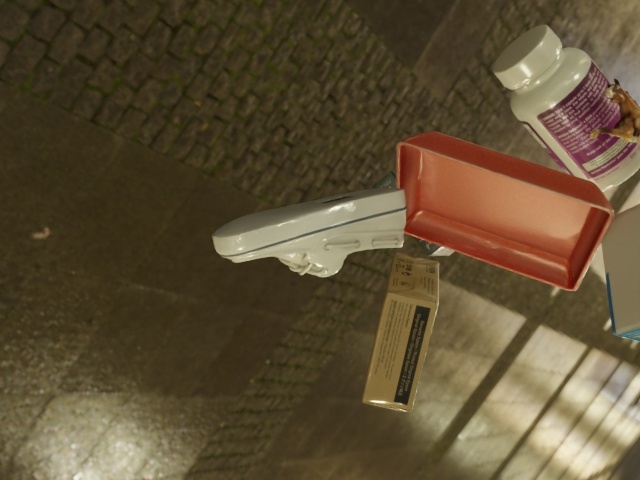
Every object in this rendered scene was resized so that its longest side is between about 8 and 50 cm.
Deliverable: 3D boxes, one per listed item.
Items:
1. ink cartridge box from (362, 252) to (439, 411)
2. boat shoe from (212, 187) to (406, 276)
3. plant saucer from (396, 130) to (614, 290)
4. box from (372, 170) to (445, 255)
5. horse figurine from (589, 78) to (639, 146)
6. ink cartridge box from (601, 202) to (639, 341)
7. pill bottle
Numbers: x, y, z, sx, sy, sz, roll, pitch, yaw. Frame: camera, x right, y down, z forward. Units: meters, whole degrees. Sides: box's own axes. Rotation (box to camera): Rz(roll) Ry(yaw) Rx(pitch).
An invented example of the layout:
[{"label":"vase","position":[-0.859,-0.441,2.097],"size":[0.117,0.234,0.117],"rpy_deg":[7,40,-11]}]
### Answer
[{"label":"ink cartridge box","position":[0.138,0.146,1.584],"size":[0.234,0.088,0.193],"rpy_deg":[-65,166,-72]},{"label":"boat shoe","position":[0.000,0.000,1.063],"size":[0.258,0.095,0.084],"rpy_deg":[-13,101,-32]},{"label":"plant saucer","position":[0.223,-0.041,1.190],"size":[0.259,0.258,0.047],"rpy_deg":[79,33,-67]},{"label":"box","position":[0.210,-0.052,1.976],"size":[0.059,0.183,0.233],"rpy_deg":[-41,167,14]},{"label":"horse figurine","position":[0.559,-0.160,1.558],"size":[0.174,0.263,0.066],"rpy_deg":[-35,153,-52]},{"label":"ink cartridge box","position":[0.437,0.053,1.122],"size":[0.203,0.148,0.086],"rpy_deg":[16,151,-30]},{"label":"pill bottle","position":[0.458,-0.244,1.741],"size":[0.169,0.301,0.169],"rpy_deg":[-40,-161,16]}]
